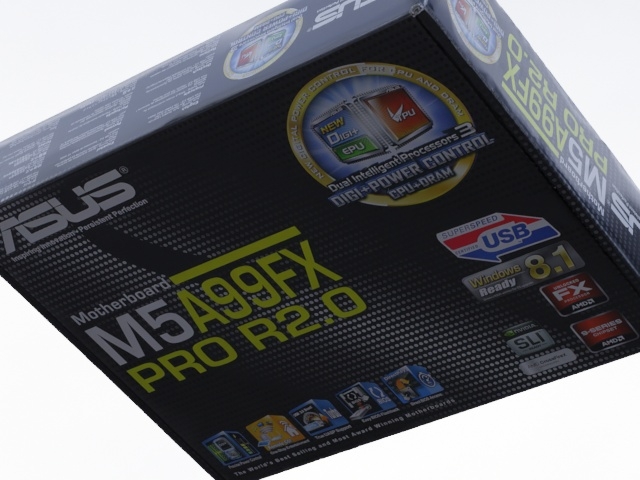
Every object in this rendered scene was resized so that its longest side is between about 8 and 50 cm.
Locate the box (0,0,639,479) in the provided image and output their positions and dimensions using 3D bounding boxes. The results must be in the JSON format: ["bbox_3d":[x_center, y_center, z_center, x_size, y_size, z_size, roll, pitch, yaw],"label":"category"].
[{"bbox_3d":[0.000,0.000,0.889,0.270,0.060,0.216,-22,-53,30],"label":"box"}]
